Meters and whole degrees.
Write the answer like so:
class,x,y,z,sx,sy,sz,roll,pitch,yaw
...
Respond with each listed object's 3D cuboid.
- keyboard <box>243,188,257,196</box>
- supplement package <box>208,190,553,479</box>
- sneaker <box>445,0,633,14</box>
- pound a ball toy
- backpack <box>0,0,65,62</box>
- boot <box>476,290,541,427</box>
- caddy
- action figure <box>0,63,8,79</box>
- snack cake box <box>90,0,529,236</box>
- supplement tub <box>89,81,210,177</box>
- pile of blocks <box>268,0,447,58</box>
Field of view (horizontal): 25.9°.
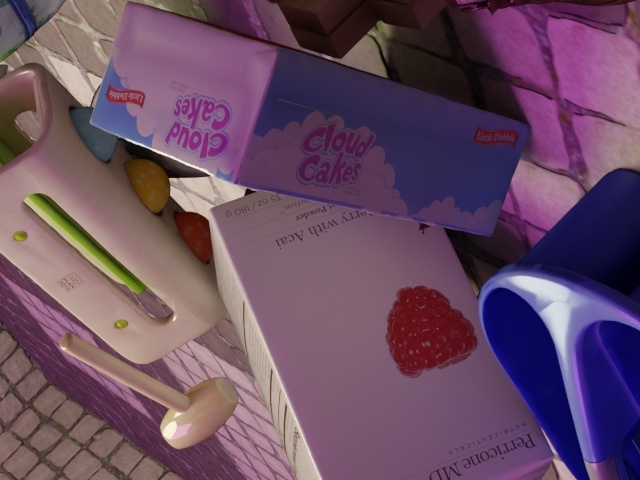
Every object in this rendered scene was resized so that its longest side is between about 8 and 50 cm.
class,x,y,z,sx,sy,sz,roll,pitch,yaw
keyboard,0.000,0.000,1.351,0.180,0.023,0.108,31,-174,31
supplement package,0.042,0.102,1.150,0.175,0.178,0.293,93,154,-65
sneaker,0.109,-0.153,0.801,0.188,0.071,0.066,21,151,48
pound a ball toy,-0.173,0.014,1.232,0.319,0.136,0.208,48,-165,-42
backpack,-0.341,-0.286,1.205,0.290,0.273,0.355,58,178,-31
boot,0.233,0.139,1.169,0.258,0.095,0.123,45,169,22
caddy,0.247,0.116,0.934,0.241,0.179,0.341,17,148,54
action figure,-0.542,-0.324,1.600,0.330,0.178,0.341,22,155,26
snack cake box,0.000,-0.079,0.945,0.264,0.089,0.152,10,-168,-47
supplement tub,-0.149,-0.116,1.328,0.117,0.117,0.190,50,160,-20
pile of blocks,-0.079,-0.248,0.915,0.362,0.112,0.149,39,161,12
